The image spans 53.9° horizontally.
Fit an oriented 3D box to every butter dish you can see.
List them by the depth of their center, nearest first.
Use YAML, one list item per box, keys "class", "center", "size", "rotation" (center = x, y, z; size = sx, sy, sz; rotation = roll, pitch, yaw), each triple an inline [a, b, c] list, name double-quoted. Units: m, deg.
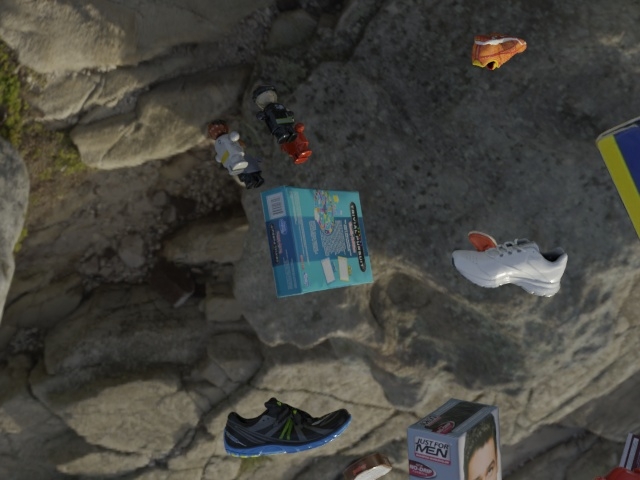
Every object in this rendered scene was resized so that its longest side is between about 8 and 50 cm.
- class: "butter dish"
  center: [0.792, 0.636, 1.613]
  size: [0.118, 0.160, 0.160]
  rotation: [-46, 152, -16]

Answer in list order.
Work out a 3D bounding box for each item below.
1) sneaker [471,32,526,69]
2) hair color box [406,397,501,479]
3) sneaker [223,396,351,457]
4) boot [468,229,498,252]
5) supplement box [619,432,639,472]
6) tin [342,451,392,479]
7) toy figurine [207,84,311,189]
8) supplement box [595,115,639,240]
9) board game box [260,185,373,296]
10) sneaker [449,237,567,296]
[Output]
- class: "sneaker"
  center: [0.361, -0.388, 1.290]
  size: [0.175, 0.064, 0.067]
  rotation: [-19, 126, -39]
- class: "hair color box"
  center: [0.274, 0.529, 1.251]
  size: [0.185, 0.113, 0.375]
  rotation: [-10, 98, -51]
- class: "sneaker"
  center: [-0.048, 0.264, 0.909]
  size: [0.188, 0.078, 0.067]
  rotation: [-7, 170, 1]
- class: "boot"
  center: [0.499, 0.037, 1.896]
  size: [0.158, 0.085, 0.059]
  rotation: [40, 149, -14]
- class: "supplement box"
  center: [1.051, 0.695, 1.921]
  size: [0.073, 0.239, 0.130]
  rotation: [46, 64, -54]
- class: "tin"
  center: [0.119, 0.574, 1.572]
  size: [0.106, 0.040, 0.190]
  rotation: [-28, 151, 6]
- class: "toy figurine"
  center: [-0.145, -0.238, 1.461]
  size: [0.209, 0.148, 0.213]
  rotation: [-30, 165, 8]
- class: "supplement box"
  center: [0.375, -0.034, 0.502]
  size: [0.194, 0.195, 0.356]
  rotation: [-25, 173, 32]
- class: "board game box"
  center: [0.000, 0.000, 1.597]
  size: [0.079, 0.254, 0.336]
  rotation: [-12, 174, 33]
- class: "sneaker"
  center: [0.464, 0.048, 1.551]
  size: [0.297, 0.111, 0.129]
  rotation: [6, 123, -11]
